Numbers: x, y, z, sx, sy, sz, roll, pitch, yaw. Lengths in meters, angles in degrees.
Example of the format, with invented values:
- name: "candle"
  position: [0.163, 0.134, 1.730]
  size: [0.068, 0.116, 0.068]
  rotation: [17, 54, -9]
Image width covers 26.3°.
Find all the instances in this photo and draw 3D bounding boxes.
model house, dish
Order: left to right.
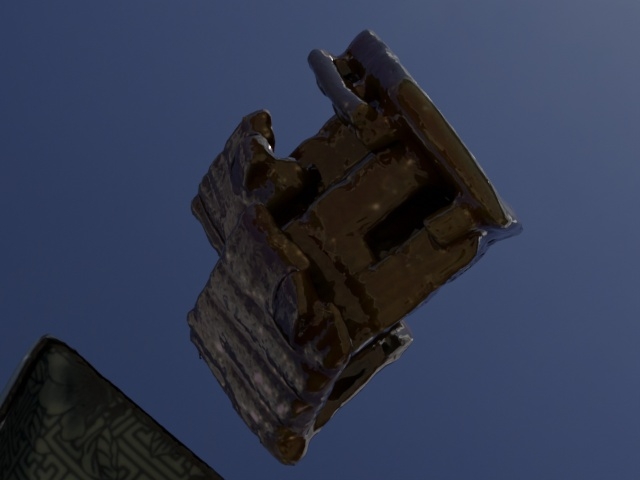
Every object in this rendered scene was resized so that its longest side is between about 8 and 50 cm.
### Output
- name: "dish"
  position: [-0.113, 0.194, 0.739]
  size: [0.243, 0.080, 0.182]
  rotation: [45, -144, -19]
- name: "model house"
  position: [0.001, -0.001, 0.883]
  size: [0.229, 0.219, 0.199]
  rotation: [-42, -109, 4]
